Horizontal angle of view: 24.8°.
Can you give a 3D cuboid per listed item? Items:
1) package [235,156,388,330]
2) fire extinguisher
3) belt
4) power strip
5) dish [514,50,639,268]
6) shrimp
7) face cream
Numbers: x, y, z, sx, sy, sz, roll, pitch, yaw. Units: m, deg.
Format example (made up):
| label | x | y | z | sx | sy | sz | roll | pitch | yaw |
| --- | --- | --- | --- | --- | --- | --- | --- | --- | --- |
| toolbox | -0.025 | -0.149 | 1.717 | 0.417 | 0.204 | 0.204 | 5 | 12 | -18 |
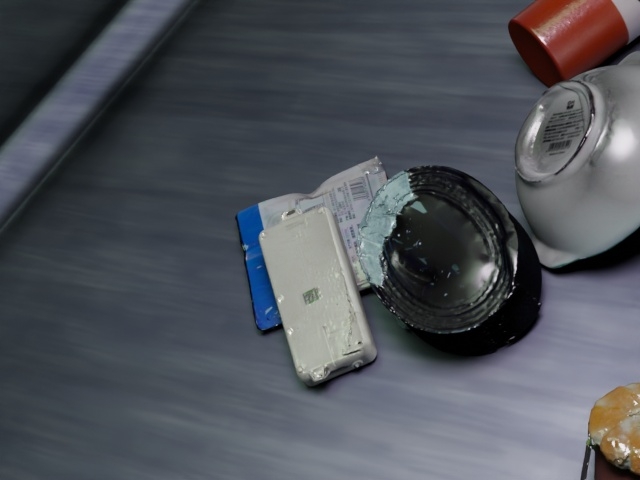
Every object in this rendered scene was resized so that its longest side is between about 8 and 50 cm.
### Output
| label | x | y | z | sx | sy | sz | roll | pitch | yaw |
| --- | --- | --- | --- | --- | --- | --- | --- | --- | --- |
| package | 0.000 | 0.000 | 1.504 | 0.173 | 0.027 | 0.171 | -22 | 49 | 10 |
| fire extinguisher | 0.240 | 0.217 | 1.173 | 0.064 | 0.043 | 0.158 | 13 | 52 | -4 |
| belt | 0.118 | 0.017 | 1.373 | 0.151 | 0.078 | 0.198 | -41 | 53 | 7 |
| power strip | -0.004 | 0.052 | 1.432 | 0.081 | 0.035 | 0.192 | -24 | 57 | 10 |
| dish | 0.248 | -0.083 | 1.337 | 0.224 | 0.078 | 0.246 | -63 | 29 | 1 |
| shrimp | 0.305 | 0.161 | 1.160 | 0.184 | 0.043 | 0.091 | 18 | 54 | 18 |
| face cream | 0.306 | -0.253 | 1.505 | 0.214 | 0.096 | 0.096 | -37 | 45 | -5 |
